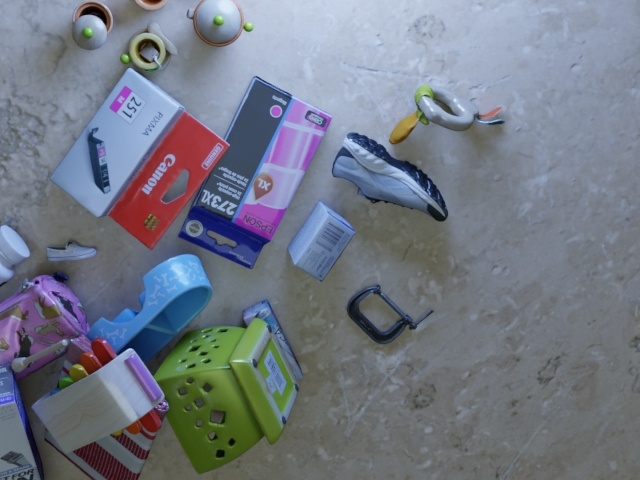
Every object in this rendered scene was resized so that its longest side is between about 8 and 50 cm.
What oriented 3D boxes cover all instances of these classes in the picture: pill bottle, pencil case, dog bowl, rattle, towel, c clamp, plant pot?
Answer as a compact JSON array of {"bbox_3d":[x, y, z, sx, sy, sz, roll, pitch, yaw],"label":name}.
[{"bbox_3d":[-0.678,0.058,1.735,0.193,0.108,0.108,-36,106,2],"label":"pill bottle"},{"bbox_3d":[-0.657,0.216,1.753,0.386,0.160,0.167,-30,84,2],"label":"pencil case"},{"bbox_3d":[-0.340,0.156,1.769,0.297,0.166,0.074,-44,67,4],"label":"dog bowl"},{"bbox_3d":[0.266,-0.233,1.807,0.199,0.130,0.143,5,117,-36],"label":"rattle"},{"bbox_3d":[-0.437,0.365,1.767,0.237,0.037,0.329,36,127,12],"label":"towel"},{"bbox_3d":[0.144,0.154,1.914,0.160,0.022,0.137,39,101,-16],"label":"c clamp"},{"bbox_3d":[-0.176,0.298,1.771,0.207,0.227,0.228,-20,106,18],"label":"plant pot"}]

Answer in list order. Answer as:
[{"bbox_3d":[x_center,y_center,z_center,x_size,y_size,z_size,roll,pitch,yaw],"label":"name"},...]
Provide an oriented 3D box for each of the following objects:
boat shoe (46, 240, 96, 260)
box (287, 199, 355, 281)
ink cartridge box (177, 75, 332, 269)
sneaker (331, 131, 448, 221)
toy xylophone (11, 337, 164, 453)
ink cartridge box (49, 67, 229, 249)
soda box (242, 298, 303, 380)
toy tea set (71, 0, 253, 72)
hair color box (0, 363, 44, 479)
[{"bbox_3d":[-0.508,0.019,1.787,0.100,0.035,0.035,-4,107,0],"label":"boat shoe"},{"bbox_3d":[0.000,0.000,1.793,0.072,0.137,0.126,33,98,-15],"label":"box"},{"bbox_3d":[-0.136,-0.129,1.785,0.175,0.069,0.371,25,102,-12],"label":"ink cartridge box"},{"bbox_3d":[0.146,-0.115,1.814,0.271,0.100,0.108,31,112,-10],"label":"sneaker"},{"bbox_3d":[-0.447,0.287,1.657,0.322,0.081,0.236,-18,104,37],"label":"toy xylophone"},{"bbox_3d":[-0.355,-0.154,1.721,0.239,0.060,0.275,38,97,2],"label":"ink cartridge box"},{"bbox_3d":[-0.102,0.223,1.877,0.062,0.058,0.183,-25,106,0],"label":"soda box"},{"bbox_3d":[-0.299,-0.423,1.654,0.336,0.124,0.200,-26,106,-1],"label":"toy tea set"},{"bbox_3d":[-0.668,0.410,1.740,0.185,0.110,0.339,-12,132,-15],"label":"hair color box"}]
